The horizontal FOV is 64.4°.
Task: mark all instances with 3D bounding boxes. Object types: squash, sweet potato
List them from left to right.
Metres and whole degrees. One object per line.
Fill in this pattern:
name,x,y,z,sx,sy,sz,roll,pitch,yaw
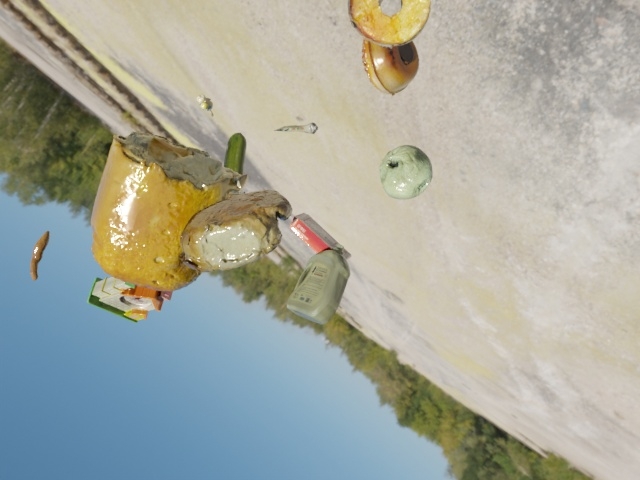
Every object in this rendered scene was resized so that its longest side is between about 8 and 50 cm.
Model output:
sweet potato,-0.980,0.050,1.766,0.044,0.179,0.044,17,175,2
squash,-0.333,-0.266,1.960,0.087,0.332,0.087,0,160,0

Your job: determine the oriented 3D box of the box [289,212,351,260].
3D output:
box,-0.001,0.000,1.740,0.229,0.050,0.123,43,-164,5

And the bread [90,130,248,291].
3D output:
bread,-0.415,-0.061,1.353,0.360,0.395,0.250,18,-171,-17

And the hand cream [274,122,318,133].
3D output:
hand cream,-0.074,-0.360,1.633,0.165,0.057,0.037,10,120,38

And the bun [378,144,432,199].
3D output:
bun,0.314,-0.261,1.896,0.221,0.221,0.108,32,170,35

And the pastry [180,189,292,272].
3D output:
pastry,-0.163,-0.021,0.973,0.218,0.228,0.100,23,134,57

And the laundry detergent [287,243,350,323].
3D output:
laundry detergent,0.006,0.124,1.596,0.181,0.254,0.091,11,158,45

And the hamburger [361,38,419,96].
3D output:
hamburger,0.221,-0.584,1.654,0.147,0.237,0.237,-12,137,45

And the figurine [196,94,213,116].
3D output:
figurine,-0.414,-0.488,1.844,0.051,0.047,0.083,62,-169,19

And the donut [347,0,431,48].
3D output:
donut,0.147,-0.486,1.087,0.181,0.146,0.078,19,-162,15

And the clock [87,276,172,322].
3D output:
clock,-0.693,0.203,1.893,0.255,0.106,0.219,-17,143,35
